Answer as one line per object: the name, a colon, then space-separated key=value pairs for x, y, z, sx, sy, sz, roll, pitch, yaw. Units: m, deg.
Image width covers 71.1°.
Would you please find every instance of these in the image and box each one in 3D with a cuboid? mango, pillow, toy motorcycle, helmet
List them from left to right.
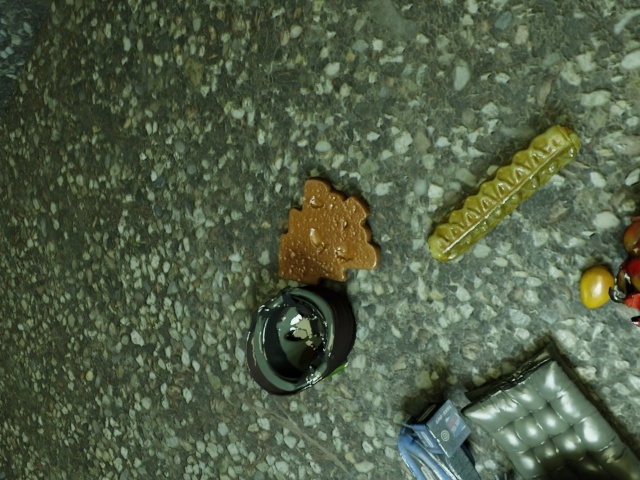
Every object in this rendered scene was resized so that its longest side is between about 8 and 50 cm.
helmet: x=-0.036 y=0.232 z=1.096 sx=0.305 sy=0.177 sz=0.225 roll=-44 pitch=69 yaw=32
toy motorcycle: x=0.306 y=0.514 z=0.946 sx=0.359 sy=0.125 sz=0.212 roll=53 pitch=151 yaw=4
pillow: x=0.471 y=0.404 z=0.899 sx=0.228 sy=0.101 sz=0.326 roll=-42 pitch=78 yaw=25
mango: x=0.536 y=0.092 z=0.872 sx=0.059 sy=0.046 sz=0.089 roll=19 pitch=115 yaw=26

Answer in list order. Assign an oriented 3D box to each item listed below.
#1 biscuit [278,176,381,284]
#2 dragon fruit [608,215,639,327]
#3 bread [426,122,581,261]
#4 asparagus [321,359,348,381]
biscuit: x=0.000 y=0.000 z=1.132 sx=0.306 sy=0.043 sz=0.284 roll=-40 pitch=78 yaw=26
dragon fruit: x=0.613 y=0.028 z=0.724 sx=0.308 sy=0.243 sz=0.227 roll=62 pitch=154 yaw=5
bread: x=0.365 y=-0.089 z=0.923 sx=0.367 sy=0.084 sz=0.077 roll=-46 pitch=35 yaw=24
asparagus: x=0.034 y=0.335 z=1.154 sx=0.108 sy=0.021 sz=0.025 roll=-36 pitch=83 yaw=24
